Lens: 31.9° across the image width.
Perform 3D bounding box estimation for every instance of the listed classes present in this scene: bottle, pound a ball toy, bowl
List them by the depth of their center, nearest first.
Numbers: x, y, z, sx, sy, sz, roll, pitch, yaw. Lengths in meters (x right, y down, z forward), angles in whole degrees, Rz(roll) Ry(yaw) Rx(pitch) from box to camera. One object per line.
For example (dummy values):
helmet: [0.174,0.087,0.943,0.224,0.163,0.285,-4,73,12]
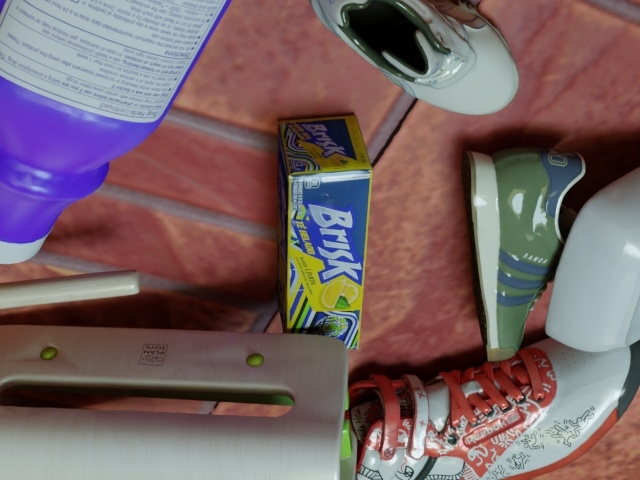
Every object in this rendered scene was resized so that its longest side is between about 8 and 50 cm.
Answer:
bottle: [-0.130,-0.104,0.603,0.118,0.092,0.283,17,127,-26]
pound a ball toy: [-0.142,0.123,0.751,0.319,0.136,0.208,1,139,6]
bowl: [0.230,0.012,0.782,0.142,0.053,0.142,-25,139,-29]

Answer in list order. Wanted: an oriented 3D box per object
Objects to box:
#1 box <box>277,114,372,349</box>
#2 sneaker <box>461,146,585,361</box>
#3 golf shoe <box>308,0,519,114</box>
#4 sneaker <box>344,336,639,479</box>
box: [0.000,0.000,0.755,0.054,0.059,0.169,-5,134,-7]
sneaker: [0.151,0.012,0.794,0.086,0.064,0.192,-9,131,3]
golf shoe: [0.056,-0.108,0.647,0.176,0.086,0.069,27,121,-34]
sneaker: [0.116,0.137,0.890,0.145,0.090,0.270,28,124,-36]
